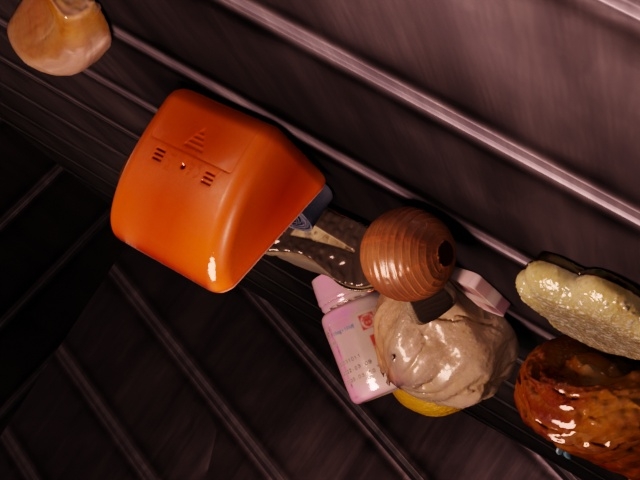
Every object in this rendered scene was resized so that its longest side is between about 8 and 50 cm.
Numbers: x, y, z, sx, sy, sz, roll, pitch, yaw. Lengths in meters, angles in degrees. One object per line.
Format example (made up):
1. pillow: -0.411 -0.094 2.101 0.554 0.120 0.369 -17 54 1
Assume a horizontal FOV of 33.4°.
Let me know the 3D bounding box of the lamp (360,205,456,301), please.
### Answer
1. lamp: 0.122 0.019 1.477 0.136 0.136 0.136 31 171 6

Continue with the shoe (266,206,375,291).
1. shoe: 0.000 0.000 1.878 0.336 0.132 0.171 24 177 29

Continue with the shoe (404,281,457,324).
1. shoe: 0.135 0.036 1.664 0.112 0.099 0.227 54 176 46

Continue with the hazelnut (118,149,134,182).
1. hazelnut: -0.305 -0.101 2.166 0.214 0.176 0.214 22 -161 -8

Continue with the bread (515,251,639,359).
1. bread: 0.345 0.088 1.360 0.207 0.056 0.286 32 170 -12

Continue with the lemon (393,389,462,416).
1. lemon: 0.233 0.258 2.188 0.204 0.204 0.260 26 173 34

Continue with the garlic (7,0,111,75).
1. garlic: -0.390 -0.312 1.594 0.143 0.112 0.318 38 159 -17

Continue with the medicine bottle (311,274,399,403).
1. medicine bottle: 0.086 0.173 2.048 0.152 0.152 0.255 80 168 -78

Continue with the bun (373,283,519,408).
1. bun: 0.200 0.182 1.863 0.281 0.205 0.281 32 169 7

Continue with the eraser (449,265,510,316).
1. eraser: 0.254 0.081 1.709 0.105 0.026 0.065 39 167 -35

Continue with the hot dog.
1. hot dog: 0.449 0.250 1.529 0.387 0.174 0.267 27 179 -41

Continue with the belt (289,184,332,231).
1. belt: -0.071 -0.082 1.748 0.190 0.082 0.141 21 161 44

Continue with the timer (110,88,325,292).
1. timer: -0.173 -0.072 1.605 0.257 0.250 0.161 26 169 33

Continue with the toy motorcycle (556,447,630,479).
1. toy motorcycle: 0.571 0.396 2.083 0.182 0.124 0.272 12 -175 -32
